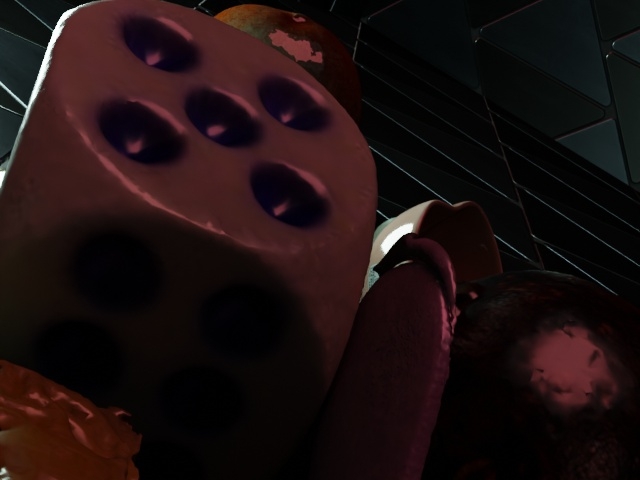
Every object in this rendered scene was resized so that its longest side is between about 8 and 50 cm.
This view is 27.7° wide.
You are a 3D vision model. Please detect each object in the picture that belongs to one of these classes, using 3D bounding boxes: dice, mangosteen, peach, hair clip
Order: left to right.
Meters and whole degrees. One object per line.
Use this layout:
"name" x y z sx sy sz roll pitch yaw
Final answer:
"dice" -0.109 0.011 0.890 0.243 0.259 0.251 21 35 -15
"peach" -0.067 -0.179 1.660 0.252 0.252 0.252 23 17 -7
"hair clip" 0.035 0.162 0.752 0.095 0.110 0.359 -1 61 1
"mangosteen" 0.143 0.161 0.905 0.288 0.288 0.288 23 17 -7

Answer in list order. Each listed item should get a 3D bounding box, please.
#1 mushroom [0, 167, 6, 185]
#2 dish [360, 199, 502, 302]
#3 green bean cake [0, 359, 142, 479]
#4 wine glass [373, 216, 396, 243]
"mushroom" -0.185 -0.022 1.209 0.217 0.212 0.292 -33 44 -25
"dish" 0.109 0.058 1.376 0.090 0.213 0.213 -4 -2 35
"green bean cake" -0.209 0.144 0.662 0.229 0.131 0.224 21 19 -10
"wine glass" 0.000 0.000 1.447 0.222 0.103 0.103 13 20 -33
